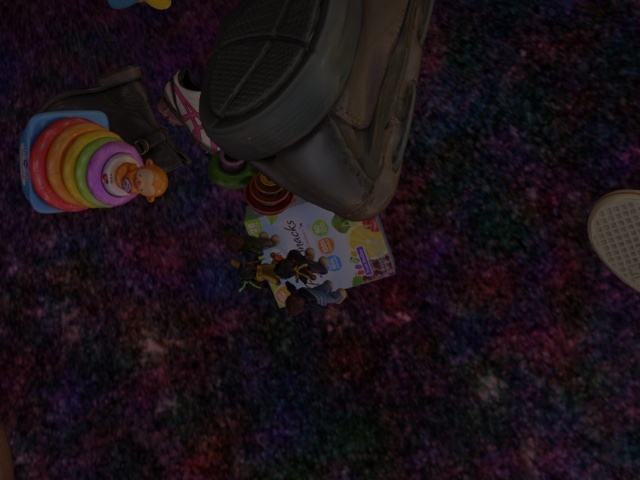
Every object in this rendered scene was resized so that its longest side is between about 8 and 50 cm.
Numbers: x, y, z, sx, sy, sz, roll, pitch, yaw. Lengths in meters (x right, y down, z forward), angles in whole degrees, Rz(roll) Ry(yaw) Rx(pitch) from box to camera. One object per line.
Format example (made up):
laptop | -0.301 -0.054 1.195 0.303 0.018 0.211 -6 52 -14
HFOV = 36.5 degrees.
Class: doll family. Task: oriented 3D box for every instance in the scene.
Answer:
doll family | -0.052 0.044 1.286 0.111 0.193 0.076 -4 110 -62

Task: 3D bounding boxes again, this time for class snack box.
snack box | 0.000 0.000 1.601 0.207 0.070 0.174 -17 115 10

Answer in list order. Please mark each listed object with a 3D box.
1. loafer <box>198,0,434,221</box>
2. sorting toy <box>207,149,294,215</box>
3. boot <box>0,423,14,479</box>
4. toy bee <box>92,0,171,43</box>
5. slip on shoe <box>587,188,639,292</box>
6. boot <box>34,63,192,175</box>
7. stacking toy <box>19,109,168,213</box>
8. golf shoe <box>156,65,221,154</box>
loafer | 0.017 -0.127 0.460 0.096 0.267 0.084 -15 136 39
sorting toy | -0.065 -0.071 0.958 0.061 0.102 0.042 -42 158 -28
boot | -0.249 0.041 0.499 0.109 0.220 0.283 -15 80 -4
toy bee | -0.326 -0.484 1.708 0.162 0.298 0.195 -27 99 -19
slip on shoe | 0.457 0.016 1.160 0.331 0.101 0.123 17 120 -16
boot | -0.395 -0.189 1.831 0.263 0.091 0.229 -19 99 21
stacking toy | -0.347 -0.111 1.580 0.166 0.302 0.175 -12 109 -43
golf shoe | -0.165 -0.185 1.441 0.067 0.186 0.086 -13 137 -58
